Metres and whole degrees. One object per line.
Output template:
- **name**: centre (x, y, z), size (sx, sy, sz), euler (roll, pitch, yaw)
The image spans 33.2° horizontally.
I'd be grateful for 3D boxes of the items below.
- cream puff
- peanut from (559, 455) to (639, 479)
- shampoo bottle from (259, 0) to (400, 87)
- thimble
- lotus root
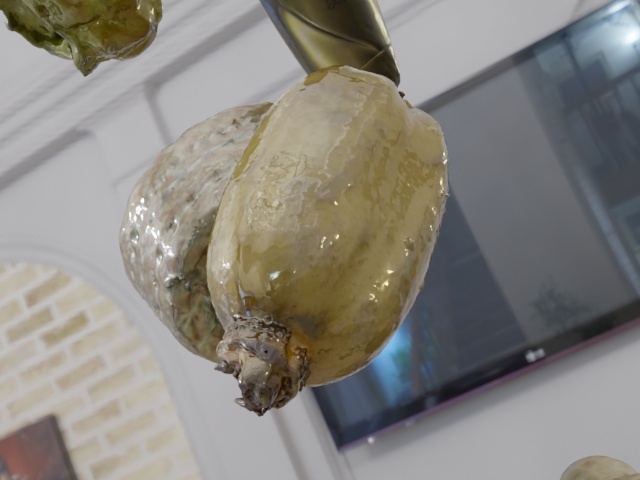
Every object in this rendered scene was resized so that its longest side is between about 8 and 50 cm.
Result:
- **cream puff**: centre (-0.372, -0.351, 1.553), size (0.185, 0.282, 0.282), euler (-52, -22, 21)
- **peanut**: centre (0.270, 0.247, 0.927), size (0.236, 0.110, 0.120), euler (-131, 66, -85)
- **shampoo bottle**: centre (-0.010, -0.279, 1.138), size (0.125, 0.084, 0.350), euler (-49, -45, -21)
- **thimble**: centre (-0.072, -0.004, 1.030), size (0.229, 0.148, 0.196), euler (-42, -45, -6)
- **lotus root**: centre (0.000, 0.000, 0.825), size (0.151, 0.169, 0.343), euler (-29, 29, 44)
